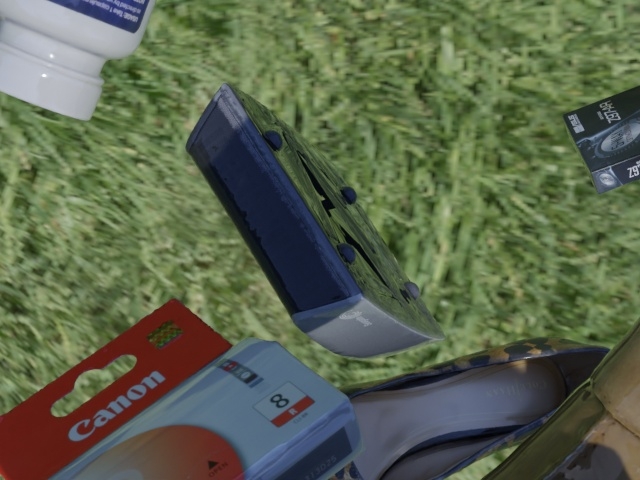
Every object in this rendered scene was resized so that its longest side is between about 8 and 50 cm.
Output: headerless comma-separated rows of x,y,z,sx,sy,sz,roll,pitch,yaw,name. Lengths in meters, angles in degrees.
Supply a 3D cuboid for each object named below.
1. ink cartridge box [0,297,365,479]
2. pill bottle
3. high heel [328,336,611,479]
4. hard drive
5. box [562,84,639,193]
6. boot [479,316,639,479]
-0.086,0.092,0.811,0.145,0.179,0.045,-35,134,-20,ink cartridge box
-0.160,-0.181,1.059,0.112,0.112,0.187,20,95,-21,pill bottle
0.082,0.118,1.072,0.261,0.186,0.093,-9,76,-58,high heel
0.000,0.000,1.020,0.054,0.254,0.172,-35,75,8,hard drive
0.200,-0.068,1.041,0.067,0.083,0.018,-20,121,6,box
0.099,0.117,0.507,0.269,0.089,0.236,-48,131,10,boot
